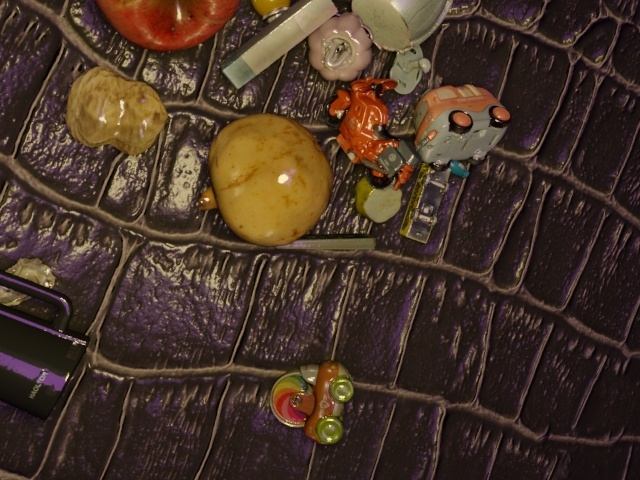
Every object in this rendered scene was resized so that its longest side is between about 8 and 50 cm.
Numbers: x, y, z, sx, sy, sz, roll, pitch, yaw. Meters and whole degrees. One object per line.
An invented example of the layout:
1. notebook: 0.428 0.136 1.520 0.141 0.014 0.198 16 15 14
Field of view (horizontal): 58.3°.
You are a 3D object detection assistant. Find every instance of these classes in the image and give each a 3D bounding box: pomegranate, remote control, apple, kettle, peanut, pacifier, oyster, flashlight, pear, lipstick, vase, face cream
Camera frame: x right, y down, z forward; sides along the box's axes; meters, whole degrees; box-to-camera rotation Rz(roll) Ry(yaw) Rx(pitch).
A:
1. pomegranate: -0.143 -0.147 1.409 0.343 0.342 0.342 -1 96 -16
2. remote control: 0.000 0.000 1.553 0.286 0.123 0.038 1 96 -14
3. apple: -0.348 -0.630 1.279 0.364 0.364 0.363 -1 96 -16
4. kettle: -0.713 0.243 1.321 0.308 0.203 0.262 29 120 -14
5. peanut: -0.491 -0.310 1.391 0.233 0.110 0.196 14 86 -17
6. pacifier: 0.259 -0.476 1.587 0.127 0.117 0.150 26 84 -42
7. oyster: -0.739 0.102 1.390 0.166 0.053 0.108 -32 128 -19
8. flashlight: 0.379 -0.224 1.679 0.129 0.051 0.051 29 87 -23
9. pear: 0.153 -0.127 1.592 0.141 0.104 0.141 -11 124 -17
10. lipstick: -0.107 -0.508 1.438 0.317 0.066 0.068 -34 126 12
11. vase: 0.273 -0.725 1.501 0.250 0.250 0.445 38 78 -16
12. face cream: -0.157 -0.701 1.451 0.105 0.105 0.348 -24 100 -12

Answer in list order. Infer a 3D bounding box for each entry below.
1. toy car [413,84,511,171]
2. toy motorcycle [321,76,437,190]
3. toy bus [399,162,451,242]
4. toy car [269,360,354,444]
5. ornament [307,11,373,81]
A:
1. toy car: 0.373 -0.333 1.591 0.271 0.180 0.212 -12 61 -20
2. toy motorcycle: 0.149 -0.296 1.498 0.221 0.148 0.325 -42 73 27
3. toy bus: 0.304 -0.109 1.651 0.081 0.074 0.226 17 91 -15
4. toy car: -0.029 0.433 1.589 0.235 0.145 0.235 0 90 0
5. ornament: 0.051 -0.498 1.486 0.178 0.177 0.177 -1 96 -16
